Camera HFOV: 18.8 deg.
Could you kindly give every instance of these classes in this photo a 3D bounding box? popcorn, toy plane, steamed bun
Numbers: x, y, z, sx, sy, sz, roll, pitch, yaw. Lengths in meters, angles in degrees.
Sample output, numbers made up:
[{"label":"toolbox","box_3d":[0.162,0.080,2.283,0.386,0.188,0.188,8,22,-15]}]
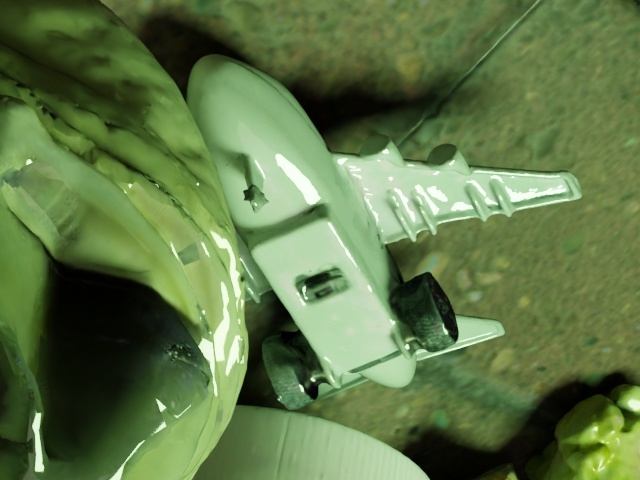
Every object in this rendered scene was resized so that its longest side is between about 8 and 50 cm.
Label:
[{"label":"popcorn","box_3d":[0.180,0.150,1.196,0.097,0.109,0.089,26,157,-4]},{"label":"toy plane","box_3d":[0.001,0.004,0.953,0.251,0.101,0.255,-22,139,11]},{"label":"steamed bun","box_3d":[-0.161,0.040,0.764,0.275,0.206,0.320,30,87,-34]}]

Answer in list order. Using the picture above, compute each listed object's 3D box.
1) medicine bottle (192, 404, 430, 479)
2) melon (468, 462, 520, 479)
[{"label":"medicine bottle","box_3d":[-0.052,0.290,0.972,0.214,0.378,0.213,8,147,5]},{"label":"melon","box_3d":[0.044,0.192,1.180,0.182,0.054,0.098,-26,165,9]}]
